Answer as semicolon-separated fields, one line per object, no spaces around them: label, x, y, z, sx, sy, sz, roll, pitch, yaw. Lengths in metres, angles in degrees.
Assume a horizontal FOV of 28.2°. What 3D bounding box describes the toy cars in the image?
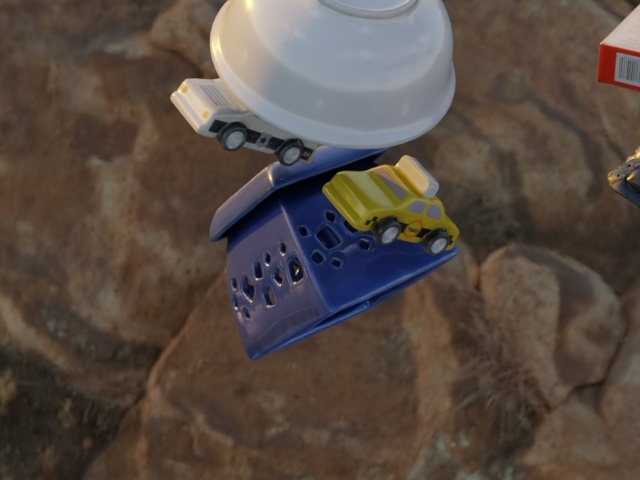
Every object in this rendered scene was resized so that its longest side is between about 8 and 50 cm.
toy cars;0.012;-0.105;1.530;0.393;0.087;0.176;31;20;-8

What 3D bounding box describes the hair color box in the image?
hair color box;0.319;-0.187;1.194;0.072;0.043;0.141;19;40;28

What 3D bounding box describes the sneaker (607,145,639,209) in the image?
sneaker;0.413;-0.131;1.553;0.101;0.153;0.269;-1;70;-63

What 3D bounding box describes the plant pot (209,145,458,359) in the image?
plant pot;0.000;0.000;1.697;0.236;0.236;0.212;-22;83;-35

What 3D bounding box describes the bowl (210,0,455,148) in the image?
bowl;0.030;-0.253;1.446;0.297;0.134;0.298;9;48;-10
